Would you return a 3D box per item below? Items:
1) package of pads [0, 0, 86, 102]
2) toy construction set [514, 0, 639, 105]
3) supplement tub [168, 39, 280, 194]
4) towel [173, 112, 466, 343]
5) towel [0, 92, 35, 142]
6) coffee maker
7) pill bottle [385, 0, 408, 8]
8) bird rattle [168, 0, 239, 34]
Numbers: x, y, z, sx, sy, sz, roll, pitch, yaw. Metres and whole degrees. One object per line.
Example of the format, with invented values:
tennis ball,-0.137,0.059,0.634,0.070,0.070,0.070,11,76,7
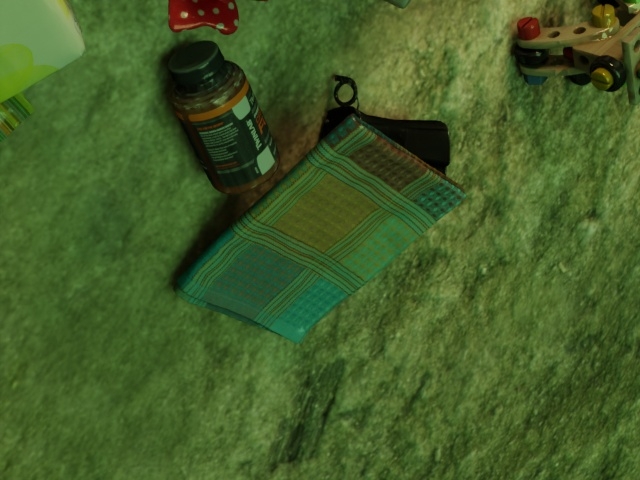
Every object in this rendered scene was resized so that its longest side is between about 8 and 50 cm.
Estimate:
package of pads,-0.401,-0.263,1.177,0.229,0.101,0.296,-30,142,-6
toy construction set,0.473,-0.360,1.784,0.257,0.237,0.309,-14,120,-33
supplement tub,-0.131,-0.164,1.496,0.106,0.106,0.198,-38,131,-17
towel,0.000,0.000,1.624,0.370,0.040,0.271,-42,137,21
towel,-0.449,-0.106,1.331,0.237,0.021,0.102,-47,132,-9
coffee maker,0.102,-0.146,1.680,0.178,0.120,0.171,-1,112,-39
pill bottle,-0.037,-0.424,1.223,0.392,0.224,0.224,28,95,-1
bird rattle,-0.134,-0.333,1.317,0.207,0.253,0.143,-15,125,-47
